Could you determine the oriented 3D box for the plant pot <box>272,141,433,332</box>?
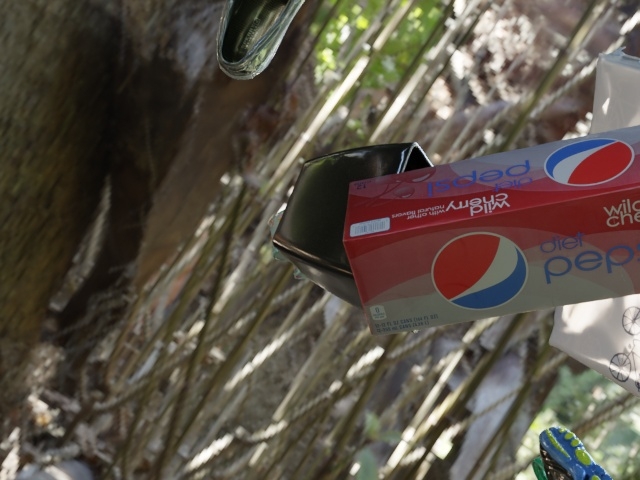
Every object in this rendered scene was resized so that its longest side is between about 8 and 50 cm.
[{"bbox_3d":[0.051,-0.012,1.315,0.167,0.187,0.188,11,-20,31],"label":"plant pot"}]

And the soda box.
[{"bbox_3d":[0.153,-0.009,0.714,0.083,0.263,0.092,-81,156,-56],"label":"soda box"}]

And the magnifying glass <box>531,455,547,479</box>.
[{"bbox_3d":[0.425,0.473,1.783,0.231,0.026,0.092,63,-10,-21],"label":"magnifying glass"}]

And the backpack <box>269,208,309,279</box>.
[{"bbox_3d":[0.000,0.000,1.928,0.188,0.144,0.166,14,-22,-33],"label":"backpack"}]

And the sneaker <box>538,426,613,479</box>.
[{"bbox_3d":[0.365,0.347,1.437,0.188,0.067,0.078,-118,-160,-49],"label":"sneaker"}]

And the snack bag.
[{"bbox_3d":[0.345,-0.004,1.003,0.037,0.342,0.323,0,16,-22],"label":"snack bag"}]

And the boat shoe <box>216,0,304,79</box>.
[{"bbox_3d":[-0.059,-0.394,1.514,0.121,0.335,0.119,21,6,-3],"label":"boat shoe"}]
